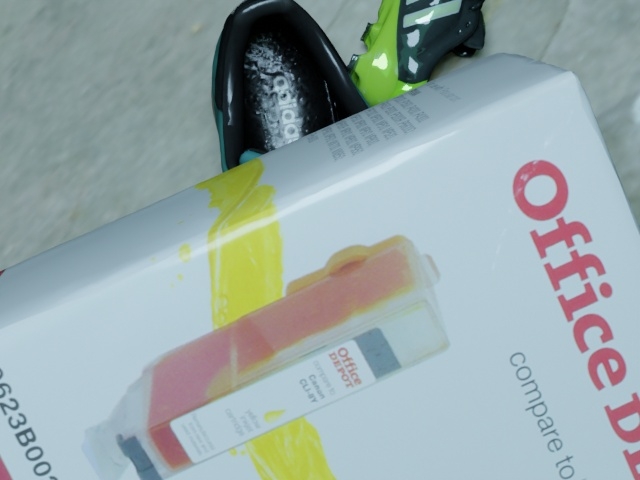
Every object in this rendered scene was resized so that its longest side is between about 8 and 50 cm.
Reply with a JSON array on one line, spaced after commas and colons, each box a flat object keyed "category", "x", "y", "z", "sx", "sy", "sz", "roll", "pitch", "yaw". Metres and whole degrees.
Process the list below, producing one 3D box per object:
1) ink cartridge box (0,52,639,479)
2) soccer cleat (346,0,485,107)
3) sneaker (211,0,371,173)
[{"category": "ink cartridge box", "x": -0.013, "y": 0.109, "z": 0.626, "sx": 0.385, "sy": 0.160, "sz": 0.279, "roll": -24, "pitch": 102, "yaw": 2}, {"category": "soccer cleat", "x": 0.077, "y": -0.158, "z": 0.798, "sx": 0.072, "sy": 0.060, "sz": 0.179, "roll": 23, "pitch": 87, "yaw": -3}, {"category": "sneaker", "x": 0.000, "y": 0.000, "z": 0.734, "sx": 0.108, "sy": 0.121, "sz": 0.302, "roll": -20, "pitch": 80, "yaw": -3}]
